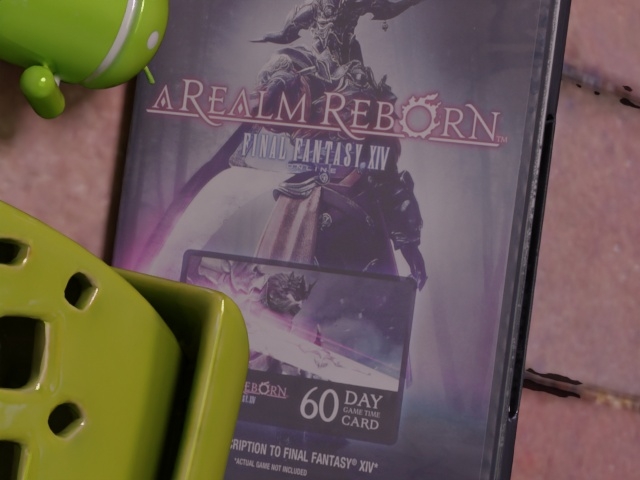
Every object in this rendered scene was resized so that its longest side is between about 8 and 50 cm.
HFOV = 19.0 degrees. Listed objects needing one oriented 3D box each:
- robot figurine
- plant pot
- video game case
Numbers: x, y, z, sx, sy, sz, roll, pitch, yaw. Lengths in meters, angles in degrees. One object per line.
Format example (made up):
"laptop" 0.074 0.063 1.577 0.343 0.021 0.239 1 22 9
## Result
"robot figurine" -0.116 -0.105 0.823 0.115 0.067 0.101 18 78 -33
"plant pot" -0.164 0.089 0.718 0.207 0.227 0.228 18 83 -39
"video game case" 0.000 0.000 0.845 0.026 0.196 0.274 7 90 -68
